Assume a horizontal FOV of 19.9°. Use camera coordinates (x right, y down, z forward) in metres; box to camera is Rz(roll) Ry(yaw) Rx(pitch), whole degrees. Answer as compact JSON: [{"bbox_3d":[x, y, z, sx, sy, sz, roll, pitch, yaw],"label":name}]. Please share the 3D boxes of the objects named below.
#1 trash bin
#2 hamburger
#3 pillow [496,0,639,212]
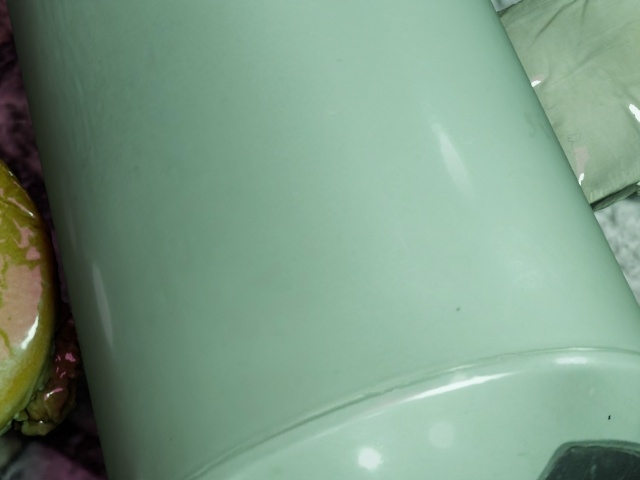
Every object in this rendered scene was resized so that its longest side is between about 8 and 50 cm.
[{"bbox_3d":[0.000,0.000,0.926,0.280,0.280,0.432,-15,63,-9],"label":"trash bin"},{"bbox_3d":[-0.228,0.040,0.980,0.215,0.122,0.189,43,77,13],"label":"hamburger"},{"bbox_3d":[0.216,-0.113,1.107,0.229,0.050,0.148,-23,74,-16],"label":"pillow"}]
